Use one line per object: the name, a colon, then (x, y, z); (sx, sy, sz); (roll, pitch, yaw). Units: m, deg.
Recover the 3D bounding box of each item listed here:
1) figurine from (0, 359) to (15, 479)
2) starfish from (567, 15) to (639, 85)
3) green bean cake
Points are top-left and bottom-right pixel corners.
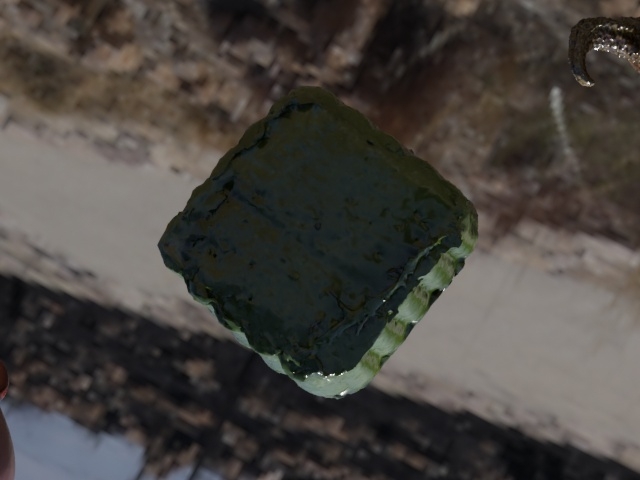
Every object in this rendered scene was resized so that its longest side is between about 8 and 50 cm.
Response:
figurine: (-0.313, 0.174, 1.404); (0.173, 0.173, 0.173); (27, 166, 7)
starfish: (0.126, -0.064, 0.689); (0.078, 0.028, 0.091); (17, -163, -9)
green bean cake: (0.000, 0.000, 1.514); (0.200, 0.214, 0.113); (38, 178, 13)
